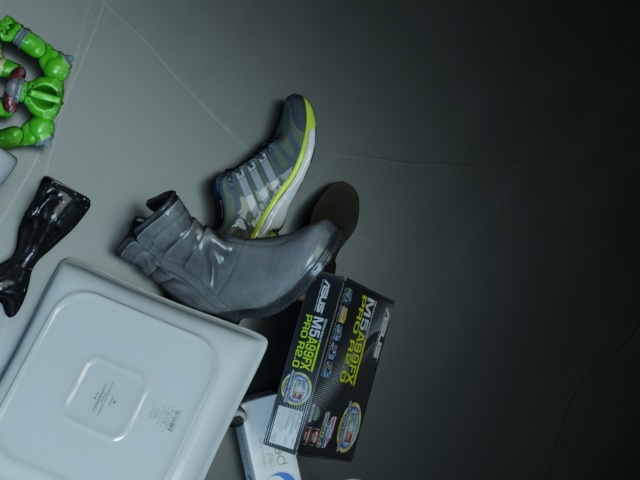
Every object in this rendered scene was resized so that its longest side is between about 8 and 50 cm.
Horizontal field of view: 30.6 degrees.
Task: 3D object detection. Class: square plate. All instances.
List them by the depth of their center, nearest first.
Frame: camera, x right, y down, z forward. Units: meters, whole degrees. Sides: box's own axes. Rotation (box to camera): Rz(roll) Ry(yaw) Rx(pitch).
[{"bbox_3d":[-0.298,0.224,1.655,0.344,0.049,0.347,21,71,12],"label":"square plate"}]

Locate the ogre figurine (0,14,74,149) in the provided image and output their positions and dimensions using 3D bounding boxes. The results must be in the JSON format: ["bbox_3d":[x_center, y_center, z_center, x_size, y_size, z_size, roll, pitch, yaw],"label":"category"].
[{"bbox_3d":[-0.432,-0.213,1.698,0.118,0.097,0.197,15,73,-6],"label":"ogre figurine"}]

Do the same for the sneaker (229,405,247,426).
[{"bbox_3d":[-0.197,0.207,1.757,0.211,0.080,0.081,33,70,2],"label":"sneaker"}]

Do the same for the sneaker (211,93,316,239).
[{"bbox_3d":[-0.097,-0.096,1.805,0.121,0.111,0.300,24,80,-14],"label":"sneaker"}]

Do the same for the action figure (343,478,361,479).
[{"bbox_3d":[0.062,0.571,1.814,0.370,0.248,0.275,39,41,-43],"label":"action figure"}]

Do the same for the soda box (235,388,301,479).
[{"bbox_3d":[-0.079,0.346,1.818,0.074,0.069,0.216,-13,92,-19],"label":"soda box"}]

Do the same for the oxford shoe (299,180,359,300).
[{"bbox_3d":[0.000,0.000,1.857,0.076,0.076,0.212,29,64,-14],"label":"oxford shoe"}]

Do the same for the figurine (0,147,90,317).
[{"bbox_3d":[-0.466,-0.018,1.660,0.215,0.092,0.209,33,84,-39],"label":"figurine"}]

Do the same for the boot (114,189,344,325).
[{"bbox_3d":[-0.145,0.011,1.679,0.223,0.338,0.118,46,39,-16],"label":"boot"}]

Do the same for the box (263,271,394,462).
[{"bbox_3d":[0.018,0.197,1.790,0.060,0.216,0.270,13,82,27],"label":"box"}]
